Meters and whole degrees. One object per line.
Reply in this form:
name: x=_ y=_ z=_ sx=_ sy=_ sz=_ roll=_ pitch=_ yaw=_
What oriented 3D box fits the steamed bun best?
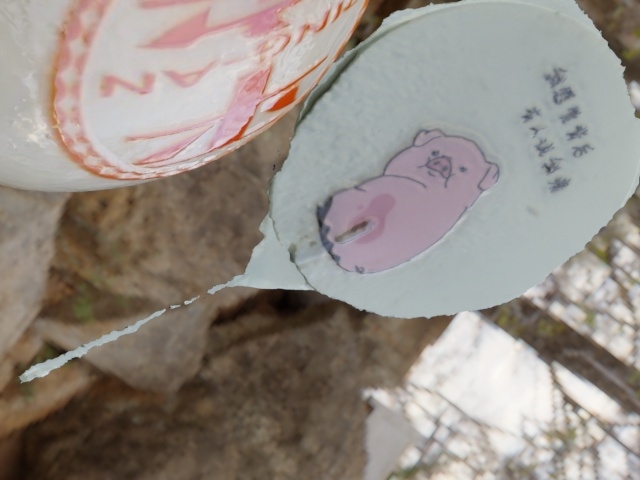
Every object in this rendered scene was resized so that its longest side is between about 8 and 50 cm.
steamed bun: x=-0.067 y=-0.106 z=0.520 sx=0.231 sy=0.145 sz=0.232 roll=-27 pitch=150 yaw=-17

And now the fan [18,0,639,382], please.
fan: x=0.000 y=0.001 z=0.653 sx=0.310 sy=0.182 sz=0.010 roll=-27 pitch=-140 yaw=6
